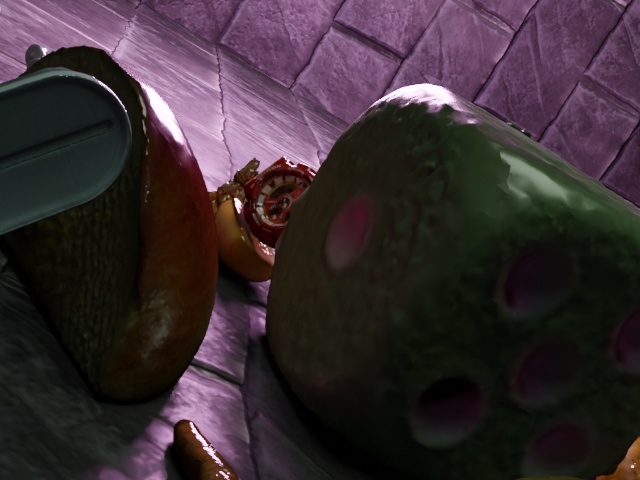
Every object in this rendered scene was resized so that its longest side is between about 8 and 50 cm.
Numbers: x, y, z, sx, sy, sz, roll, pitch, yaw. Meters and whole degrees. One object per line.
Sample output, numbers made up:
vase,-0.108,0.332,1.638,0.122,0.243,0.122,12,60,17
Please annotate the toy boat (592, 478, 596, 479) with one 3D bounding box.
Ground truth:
toy boat,0.294,0.241,1.265,0.208,0.079,0.134,5,35,-44

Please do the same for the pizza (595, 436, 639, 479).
pizza,0.420,0.295,1.154,0.278,0.114,0.409,44,25,13

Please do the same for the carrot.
carrot,-0.074,0.168,0.720,0.036,0.035,0.165,25,12,-30

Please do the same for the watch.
watch,-0.005,-0.006,1.283,0.165,0.102,0.268,56,4,18

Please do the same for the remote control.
remote control,-0.252,-0.048,0.725,0.247,0.104,0.052,-23,32,-21

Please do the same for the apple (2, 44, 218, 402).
apple,-0.182,-0.019,0.898,0.346,0.179,0.254,46,-20,44

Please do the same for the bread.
bread,-0.095,0.005,1.229,0.082,0.056,0.115,45,14,-37

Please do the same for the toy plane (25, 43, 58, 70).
toy plane,-0.264,-0.130,1.228,0.245,0.117,0.244,39,25,-22

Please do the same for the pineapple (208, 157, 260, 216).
pineapple,-0.108,-0.055,1.356,0.114,0.114,0.077,30,-6,-28

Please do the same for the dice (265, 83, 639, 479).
dice,0.157,0.054,1.052,0.330,0.318,0.322,24,16,-29

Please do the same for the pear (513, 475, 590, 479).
pear,0.171,0.252,0.627,0.228,0.188,0.211,34,10,-1
